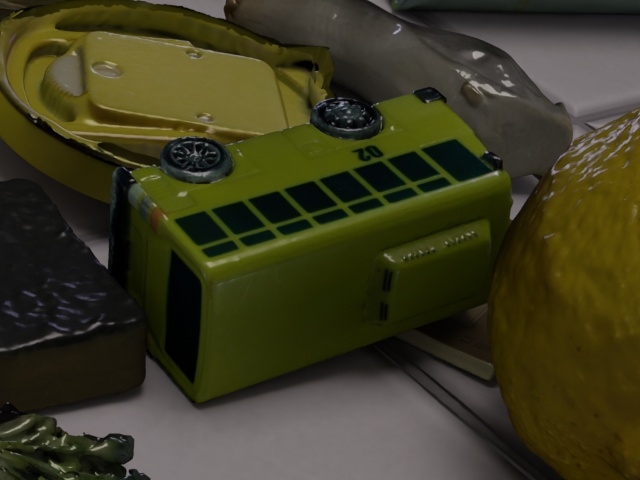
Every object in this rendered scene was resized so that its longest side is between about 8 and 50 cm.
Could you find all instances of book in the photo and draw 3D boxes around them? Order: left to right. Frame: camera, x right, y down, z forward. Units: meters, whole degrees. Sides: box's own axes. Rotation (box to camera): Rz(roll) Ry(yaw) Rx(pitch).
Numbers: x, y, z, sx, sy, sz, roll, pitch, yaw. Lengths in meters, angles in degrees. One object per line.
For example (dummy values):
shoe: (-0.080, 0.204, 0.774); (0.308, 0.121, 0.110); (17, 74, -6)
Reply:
book: (0.110, 0.030, 1.438); (0.138, 0.016, 0.199); (25, 33, 21)

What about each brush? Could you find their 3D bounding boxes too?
brush: (-0.204, 0.032, 1.274); (0.123, 0.059, 0.197); (-11, 38, -32)

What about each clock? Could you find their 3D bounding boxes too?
clock: (-0.117, -0.094, 1.502); (0.293, 0.071, 0.277); (13, 31, -10)

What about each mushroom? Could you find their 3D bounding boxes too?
mushroom: (0.060, -0.148, 1.646); (0.351, 0.097, 0.109); (30, 32, 33)

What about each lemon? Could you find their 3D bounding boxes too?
lemon: (0.238, 0.040, 1.232); (0.268, 0.268, 0.322); (15, 34, 3)

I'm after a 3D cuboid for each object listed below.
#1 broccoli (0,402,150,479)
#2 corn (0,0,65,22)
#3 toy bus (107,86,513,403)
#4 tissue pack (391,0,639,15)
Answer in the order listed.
broccoli: (-0.205, 0.108, 0.938); (0.145, 0.304, 0.165); (13, 67, 37)
corn: (-0.279, -0.217, 1.595); (0.122, 0.123, 0.305); (33, 37, 27)
toy bus: (0.000, 0.000, 1.317); (0.262, 0.128, 0.150); (-17, 43, -29)
tissue pack: (0.237, -0.369, 1.929); (0.388, 0.162, 0.287); (-1, 62, -22)
